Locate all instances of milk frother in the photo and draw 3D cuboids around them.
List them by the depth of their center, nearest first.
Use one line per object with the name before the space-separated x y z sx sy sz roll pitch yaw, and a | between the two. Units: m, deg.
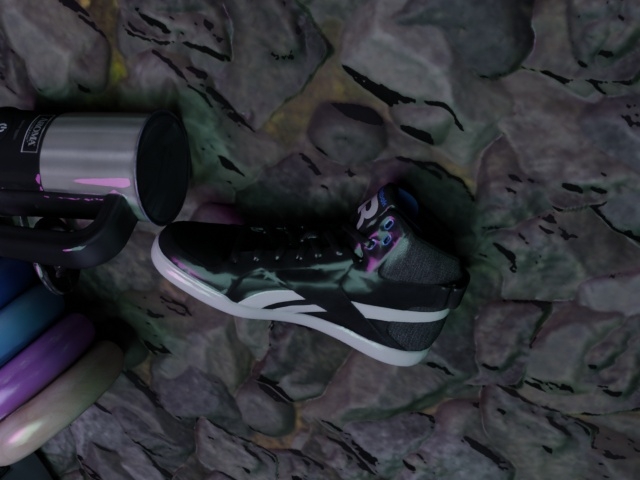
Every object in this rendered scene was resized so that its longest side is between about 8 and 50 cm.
milk frother | -0.169 -0.026 0.655 0.135 0.129 0.143 4 164 18

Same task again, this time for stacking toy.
stacking toy | -0.314 0.020 0.712 0.141 0.141 0.330 -32 100 32

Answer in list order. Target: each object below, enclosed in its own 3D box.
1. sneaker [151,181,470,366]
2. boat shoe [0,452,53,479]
sneaker | 0.000 0.000 0.608 0.217 0.079 0.121 19 122 -10
boat shoe | -0.354 0.244 0.864 0.105 0.113 0.306 -9 114 31
